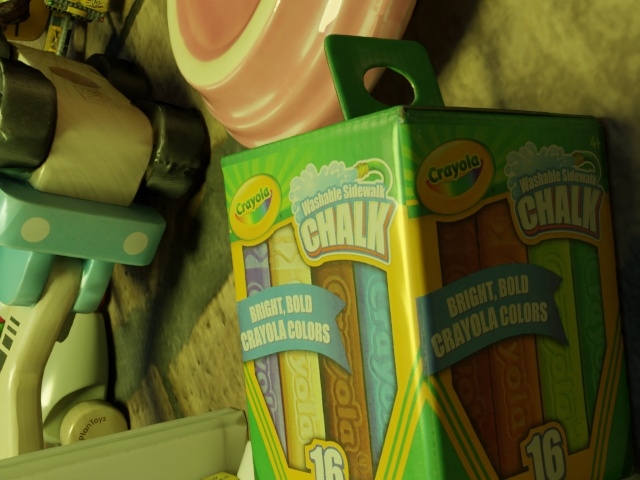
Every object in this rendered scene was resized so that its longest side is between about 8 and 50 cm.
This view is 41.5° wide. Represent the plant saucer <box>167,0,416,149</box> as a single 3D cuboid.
[{"bbox_3d":[-0.038,-0.236,0.664,0.332,0.084,0.332,-18,69,56],"label":"plant saucer"}]

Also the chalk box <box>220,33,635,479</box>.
[{"bbox_3d":[0.062,0.011,0.530,0.179,0.180,0.289,-5,91,52],"label":"chalk box"}]

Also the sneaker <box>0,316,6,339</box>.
[{"bbox_3d":[-0.546,0.083,1.304,0.202,0.185,0.483,60,138,40],"label":"sneaker"}]

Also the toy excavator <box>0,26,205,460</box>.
[{"bbox_3d":[-0.298,0.041,0.901,0.433,0.222,0.445,41,114,44],"label":"toy excavator"}]

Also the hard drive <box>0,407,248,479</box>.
[{"bbox_3d":[-0.200,0.286,0.790,0.040,0.307,0.203,0,94,50],"label":"hard drive"}]

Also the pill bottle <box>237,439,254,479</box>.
[{"bbox_3d":[-0.031,0.300,0.652,0.153,0.153,0.265,-1,71,52],"label":"pill bottle"}]

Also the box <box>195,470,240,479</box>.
[{"bbox_3d":[-0.131,0.361,0.744,0.117,0.213,0.243,-1,97,51],"label":"box"}]

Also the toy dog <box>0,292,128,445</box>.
[{"bbox_3d":[-0.355,0.132,1.094,0.220,0.161,0.334,-19,79,51],"label":"toy dog"}]

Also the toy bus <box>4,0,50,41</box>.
[{"bbox_3d":[-0.420,-0.446,1.141,0.108,0.130,0.333,33,119,45],"label":"toy bus"}]

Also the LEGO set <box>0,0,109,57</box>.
[{"bbox_3d":[-0.379,-0.278,0.988,0.192,0.331,0.255,25,92,47],"label":"LEGO set"}]
